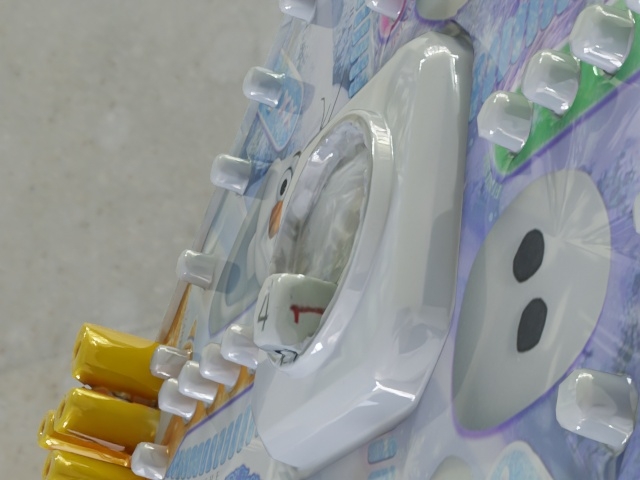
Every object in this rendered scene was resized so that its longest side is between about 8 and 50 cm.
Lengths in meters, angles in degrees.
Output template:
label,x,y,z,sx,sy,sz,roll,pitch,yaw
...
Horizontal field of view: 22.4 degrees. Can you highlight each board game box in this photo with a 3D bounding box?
label,x,y,z,sx,sy,sz,roll,pitch,yaw
board game box,0.000,0.000,0.489,0.390,0.050,0.390,-116,46,-65
